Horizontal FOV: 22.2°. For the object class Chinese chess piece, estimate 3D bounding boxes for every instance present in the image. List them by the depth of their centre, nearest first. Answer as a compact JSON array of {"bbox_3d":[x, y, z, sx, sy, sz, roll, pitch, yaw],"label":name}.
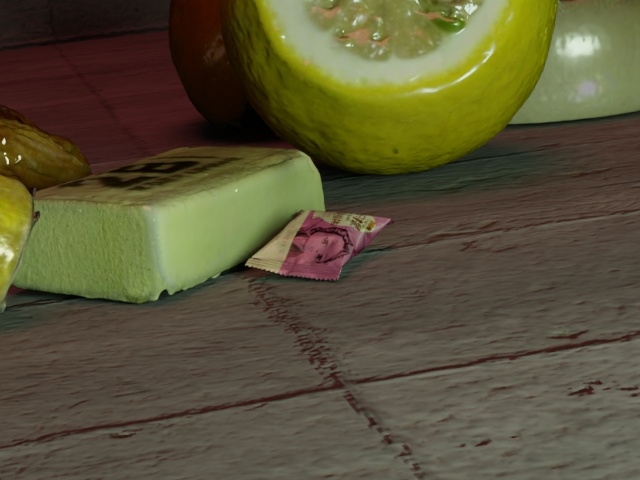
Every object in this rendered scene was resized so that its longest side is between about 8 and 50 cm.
[{"bbox_3d":[0.204,-0.169,1.426,0.273,0.102,0.273,-8,12,2],"label":"Chinese chess piece"}]

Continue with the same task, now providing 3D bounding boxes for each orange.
[{"bbox_3d":[-0.028,-0.223,1.513,0.262,0.196,0.334,-49,8,12],"label":"orange"}]

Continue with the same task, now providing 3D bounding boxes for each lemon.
[{"bbox_3d":[0.049,-0.159,1.174,0.240,0.240,0.219,-6,-13,1],"label":"lemon"}]

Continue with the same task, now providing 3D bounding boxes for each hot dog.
[{"bbox_3d":[-0.266,-0.039,1.075,0.227,0.099,0.160,-16,15,-29],"label":"hot dog"}]

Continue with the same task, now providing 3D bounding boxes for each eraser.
[{"bbox_3d":[-0.089,-0.014,0.948,0.117,0.058,0.172,2,14,33],"label":"eraser"}]

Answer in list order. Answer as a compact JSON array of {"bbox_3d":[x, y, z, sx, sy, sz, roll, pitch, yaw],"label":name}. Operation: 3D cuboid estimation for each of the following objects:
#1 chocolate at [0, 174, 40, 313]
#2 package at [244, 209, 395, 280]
[{"bbox_3d":[-0.256,-0.026,0.821,0.219,0.086,0.085,21,-2,-28],"label":"chocolate"},{"bbox_3d":[0.000,0.000,0.909,0.059,0.029,0.083,7,26,22],"label":"package"}]
